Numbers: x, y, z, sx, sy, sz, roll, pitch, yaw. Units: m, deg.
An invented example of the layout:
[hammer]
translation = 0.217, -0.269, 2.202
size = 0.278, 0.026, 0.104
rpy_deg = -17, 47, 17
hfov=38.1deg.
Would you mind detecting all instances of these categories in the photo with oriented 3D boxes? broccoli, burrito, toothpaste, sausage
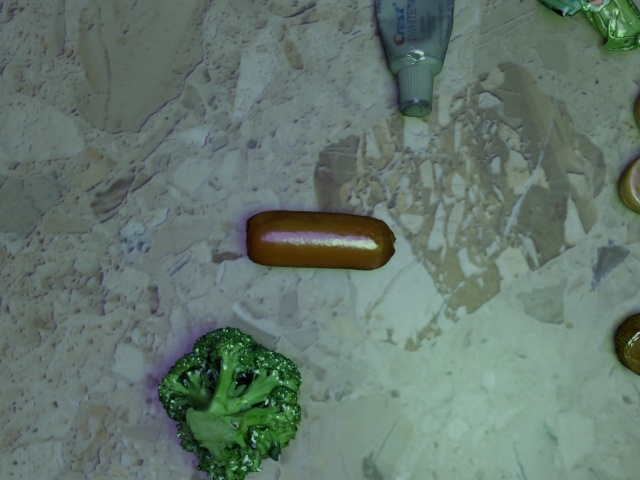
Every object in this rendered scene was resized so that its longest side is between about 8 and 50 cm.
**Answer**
[broccoli]
translation = -0.113, 0.205, 1.147
size = 0.196, 0.156, 0.195
rpy_deg = 7, 114, 16
[burrito]
translation = 0.332, -0.360, 1.248
size = 0.104, 0.054, 0.288
rpy_deg = -36, 83, -3
[toothpaste]
translation = 0.130, -0.302, 1.249
size = 0.099, 0.068, 0.282
rpy_deg = 8, 75, -25
[sausage]
translation = 0.000, 0.000, 1.204
size = 0.198, 0.076, 0.076
rpy_deg = 2, 83, 1

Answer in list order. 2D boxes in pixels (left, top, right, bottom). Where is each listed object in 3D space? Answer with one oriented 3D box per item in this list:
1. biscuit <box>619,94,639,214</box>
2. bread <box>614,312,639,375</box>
[biscuit]
translation = 0.576, -0.090, 1.210
size = 0.355, 0.052, 0.275
rpy_deg = 10, 84, 2
[bread]
translation = 0.419, 0.132, 1.185
size = 0.085, 0.053, 0.085
rpy_deg = -1, 103, -3
